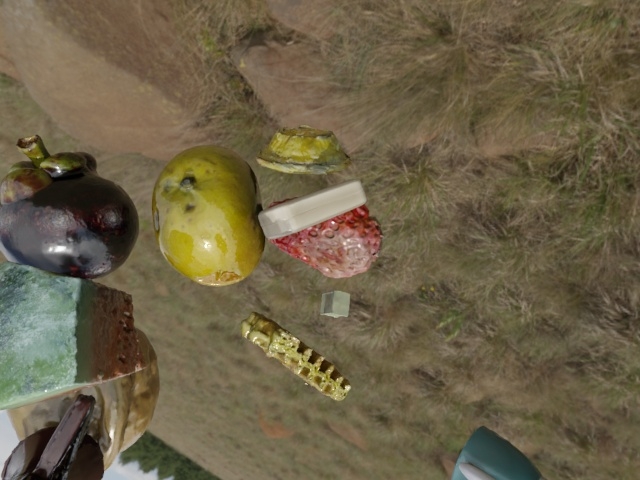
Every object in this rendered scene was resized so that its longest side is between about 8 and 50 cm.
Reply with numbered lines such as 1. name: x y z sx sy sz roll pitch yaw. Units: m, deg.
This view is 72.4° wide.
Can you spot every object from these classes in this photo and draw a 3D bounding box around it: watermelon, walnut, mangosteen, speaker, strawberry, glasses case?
1. watermelon: -0.323 0.129 0.613 0.139 0.193 0.257 -18 157 3
2. walnut: -0.598 0.389 1.145 0.383 0.384 0.384 23 148 15
3. mangosteen: -0.575 -0.053 1.012 0.296 0.314 0.297 -8 156 -3
4. speaker: -0.495 0.446 0.825 0.198 0.259 0.329 53 152 -2
5. strawberry: 0.000 0.000 1.200 0.336 0.149 0.265 10 139 -1
6. glasses case: -0.009 -0.053 0.707 0.083 0.196 0.050 -9 101 49

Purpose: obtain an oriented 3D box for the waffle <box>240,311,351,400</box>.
1. waffle: -0.031 0.155 0.578 0.160 0.046 0.192 35 166 14

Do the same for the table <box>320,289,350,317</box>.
1. table: 0.048 0.212 1.448 0.062 0.079 0.083 16 160 -25

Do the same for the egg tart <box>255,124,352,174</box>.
1. egg tart: -0.052 -0.288 1.365 0.315 0.315 0.120 14 117 27

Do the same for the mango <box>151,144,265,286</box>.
1. mango: -0.189 -0.057 0.840 0.182 0.365 0.253 -8 104 7

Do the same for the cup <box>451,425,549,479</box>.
1. cup: 0.403 0.531 0.960 0.173 0.168 0.299 23 173 41
